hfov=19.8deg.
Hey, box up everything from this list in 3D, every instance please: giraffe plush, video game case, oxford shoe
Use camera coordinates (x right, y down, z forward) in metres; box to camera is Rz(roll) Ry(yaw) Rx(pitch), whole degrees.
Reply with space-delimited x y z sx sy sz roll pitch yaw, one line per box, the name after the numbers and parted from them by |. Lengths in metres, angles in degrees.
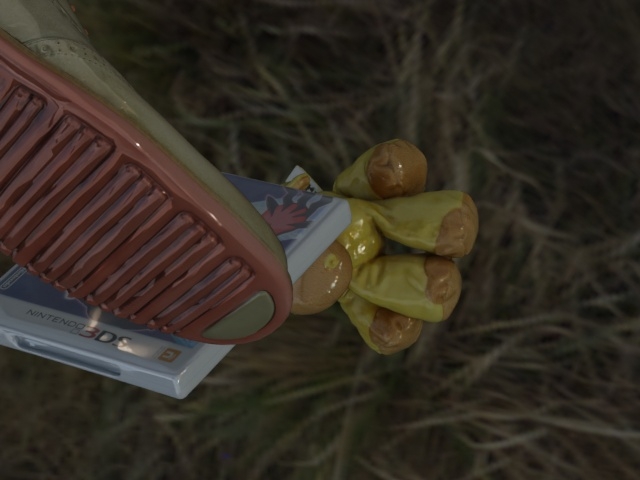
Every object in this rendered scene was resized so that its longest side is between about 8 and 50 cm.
0.000 0.000 1.521 0.210 0.170 0.181 27 109 31 | giraffe plush
-0.107 0.017 1.218 0.183 0.023 0.201 13 41 31 | video game case
-0.159 -0.096 1.038 0.140 0.397 0.146 -34 23 40 | oxford shoe
